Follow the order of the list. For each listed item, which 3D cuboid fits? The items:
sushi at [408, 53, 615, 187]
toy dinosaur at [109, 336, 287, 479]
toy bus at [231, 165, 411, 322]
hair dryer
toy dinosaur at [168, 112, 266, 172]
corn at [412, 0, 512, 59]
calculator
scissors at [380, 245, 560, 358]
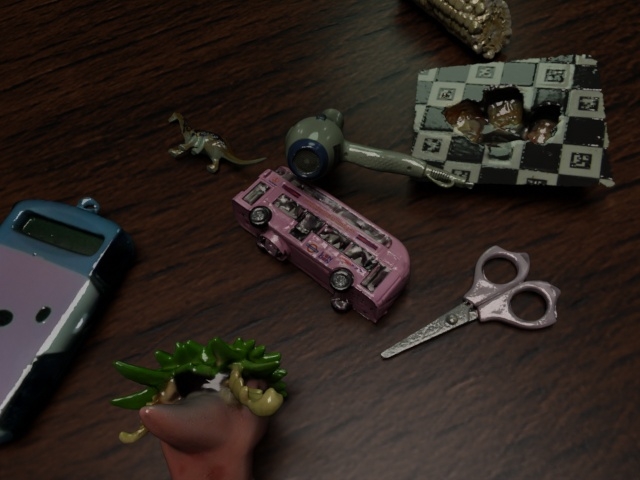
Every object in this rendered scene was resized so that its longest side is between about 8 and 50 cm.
[{"bbox_3d":[0.216,-0.130,0.644,0.210,0.040,0.192,1,61,16],"label":"sushi"},{"bbox_3d":[-0.106,0.179,0.446,0.152,0.194,0.177,2,38,-2],"label":"toy dinosaur"},{"bbox_3d":[0.000,0.000,0.586,0.203,0.063,0.090,35,67,21],"label":"toy bus"},{"bbox_3d":[0.059,-0.109,0.625,0.199,0.067,0.167,6,31,-7],"label":"hair dryer"},{"bbox_3d":[-0.144,-0.114,0.683,0.180,0.037,0.058,33,73,24],"label":"toy dinosaur"},{"bbox_3d":[0.179,-0.337,0.744,0.087,0.087,0.211,-29,60,-10],"label":"corn"},{"bbox_3d":[-0.321,0.073,0.589,0.173,0.051,0.293,16,63,17],"label":"calculator"},{"bbox_3d":[0.144,0.074,0.553,0.189,0.015,0.100,-27,59,-6],"label":"scissors"}]
